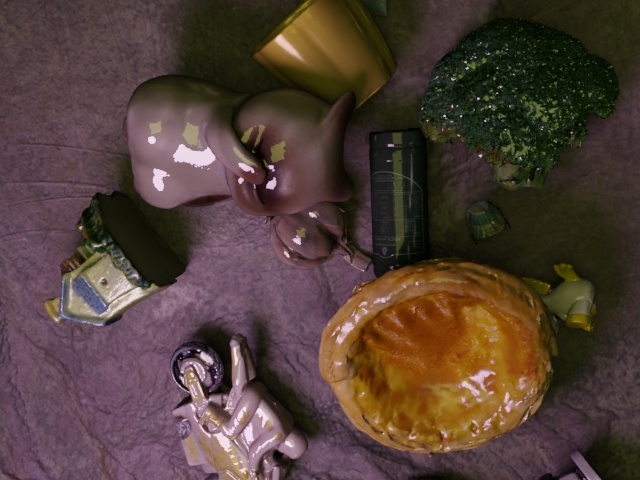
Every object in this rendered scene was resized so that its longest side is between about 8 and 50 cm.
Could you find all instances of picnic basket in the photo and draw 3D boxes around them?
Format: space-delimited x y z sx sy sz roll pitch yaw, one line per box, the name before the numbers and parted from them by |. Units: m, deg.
picnic basket | 0.274 -0.030 1.810 0.065 0.083 0.083 -27 131 4

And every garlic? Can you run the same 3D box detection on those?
garlic | 0.000 0.000 1.827 0.194 0.127 0.131 40 97 -16

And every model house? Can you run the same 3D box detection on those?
model house | -0.367 0.051 1.831 0.189 0.214 0.195 -40 93 11

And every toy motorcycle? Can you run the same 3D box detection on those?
toy motorcycle | -0.136 0.325 1.884 0.223 0.108 0.340 -10 103 17

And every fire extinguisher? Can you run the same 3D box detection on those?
fire extinguisher | 0.126 -0.028 1.815 0.114 0.095 0.311 1 97 36

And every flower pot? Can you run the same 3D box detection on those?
flower pot | 0.018 -0.298 1.757 0.195 0.195 0.179 -42 103 11

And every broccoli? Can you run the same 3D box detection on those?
broccoli | 0.301 -0.201 1.700 0.308 0.308 0.275 0 122 8

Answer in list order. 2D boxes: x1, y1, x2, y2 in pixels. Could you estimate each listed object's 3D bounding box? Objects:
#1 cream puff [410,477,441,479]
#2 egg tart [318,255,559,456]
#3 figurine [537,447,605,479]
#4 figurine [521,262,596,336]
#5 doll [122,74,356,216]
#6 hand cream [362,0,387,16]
cream puff | 0.173 0.491 1.854 0.189 0.129 0.189 0 95 5
egg tart | 0.190 0.170 1.758 0.388 0.169 0.387 0 123 0
figurine | 0.380 0.471 1.823 0.236 0.133 0.176 -39 107 5
figurine | 0.366 0.110 1.805 0.178 0.109 0.129 -25 99 31
doll | -0.144 -0.147 1.718 0.370 0.226 0.215 11 117 23
hand cream | 0.093 -0.455 1.790 0.065 0.043 0.170 13 103 13
